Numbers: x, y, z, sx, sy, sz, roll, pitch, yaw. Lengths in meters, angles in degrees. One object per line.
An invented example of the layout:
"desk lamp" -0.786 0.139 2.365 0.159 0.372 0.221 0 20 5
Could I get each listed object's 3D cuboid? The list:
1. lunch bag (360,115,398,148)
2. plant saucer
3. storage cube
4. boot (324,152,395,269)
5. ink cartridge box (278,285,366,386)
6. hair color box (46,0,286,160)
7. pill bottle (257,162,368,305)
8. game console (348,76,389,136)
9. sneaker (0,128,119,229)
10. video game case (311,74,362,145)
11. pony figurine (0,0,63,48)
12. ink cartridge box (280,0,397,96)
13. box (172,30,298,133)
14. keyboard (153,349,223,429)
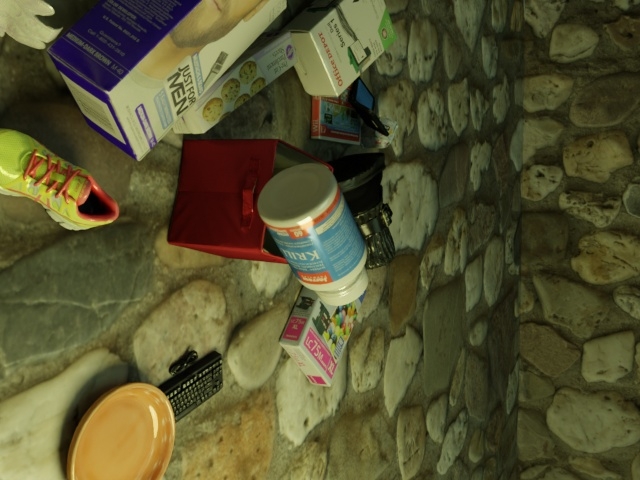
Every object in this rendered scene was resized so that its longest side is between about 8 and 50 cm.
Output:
"lunch bag" 0.144 -0.267 1.721 0.053 0.083 0.071 58 46 -46
"plant saucer" -0.302 0.311 1.053 0.200 0.037 0.200 -11 103 -57
"storage cube" -0.114 -0.060 1.186 0.215 0.193 0.184 18 78 -61
"boot" 0.081 -0.050 1.571 0.348 0.131 0.260 -30 119 -62
"ink cartridge box" 0.020 0.149 1.584 0.186 0.065 0.311 59 43 -45
"hair color box" -0.187 -0.290 0.945 0.339 0.110 0.185 -53 170 -17
"pill bottle" 0.000 0.000 1.073 0.124 0.124 0.221 -64 143 -33
"game console" 0.121 -0.317 1.642 0.071 0.107 0.122 -53 146 -1
"sneaker" -0.338 -0.078 0.890 0.208 0.094 0.081 40 61 -54
"video game case" 0.042 -0.366 1.588 0.204 0.025 0.285 -5 98 -60
"pony figurine" -0.376 -0.371 0.661 0.351 0.303 0.363 23 75 -25
"ink cartridge box" 0.041 -0.424 1.447 0.219 0.092 0.160 -49 132 -24
"box" -0.146 -0.281 1.214 0.324 0.063 0.067 -50 135 -46
"keyboard" -0.227 0.248 1.200 0.180 0.023 0.108 -29 119 -57
